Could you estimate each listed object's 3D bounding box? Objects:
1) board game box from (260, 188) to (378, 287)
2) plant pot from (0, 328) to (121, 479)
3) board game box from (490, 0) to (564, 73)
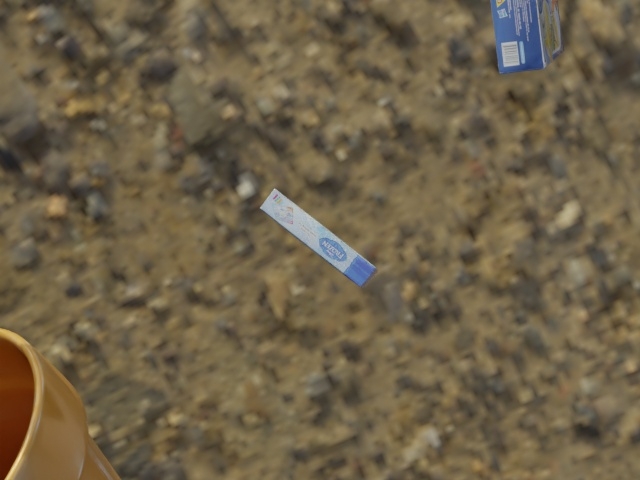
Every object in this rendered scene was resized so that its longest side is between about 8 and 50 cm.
[{"bbox_3d":[0.000,0.000,1.412,0.090,0.020,0.090,39,0,4],"label":"board game box"},{"bbox_3d":[-0.215,0.195,1.368,0.188,0.205,0.205,47,44,-37],"label":"plant pot"},{"bbox_3d":[0.142,-0.228,1.440,0.136,0.035,0.201,-41,125,-74],"label":"board game box"}]
